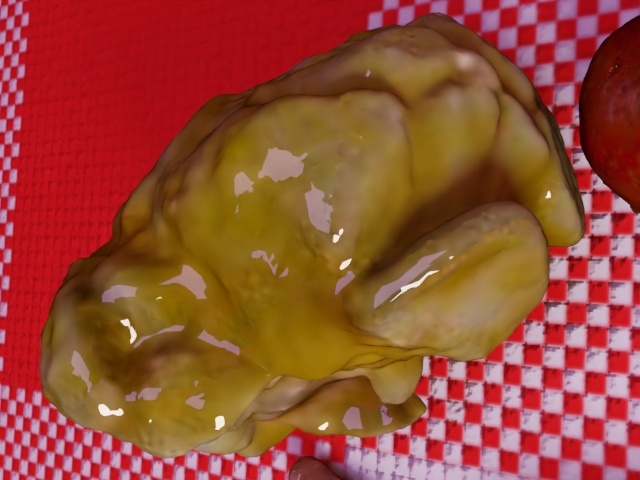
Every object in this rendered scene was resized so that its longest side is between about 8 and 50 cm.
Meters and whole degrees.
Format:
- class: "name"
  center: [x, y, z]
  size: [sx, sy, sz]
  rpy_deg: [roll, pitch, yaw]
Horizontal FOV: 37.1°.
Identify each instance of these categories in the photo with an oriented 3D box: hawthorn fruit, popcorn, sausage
- class: "hawthorn fruit"
  center: [0.218, -0.076, 0.556]
  size: [0.172, 0.148, 0.148]
  rpy_deg: [19, 98, 47]
- class: "popcorn"
  center: [-0.006, -0.009, 0.638]
  size: [0.334, 0.292, 0.293]
  rpy_deg: [-48, 53, 19]
- class: "sausage"
  center: [0.037, 0.212, 0.737]
  size: [0.158, 0.036, 0.042]
  rpy_deg: [18, 131, 39]
